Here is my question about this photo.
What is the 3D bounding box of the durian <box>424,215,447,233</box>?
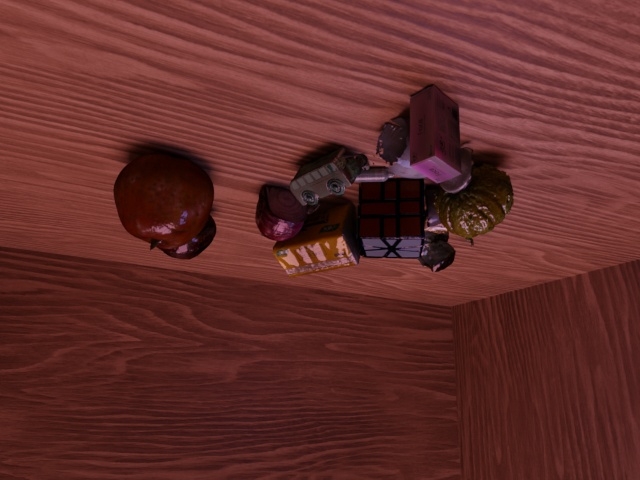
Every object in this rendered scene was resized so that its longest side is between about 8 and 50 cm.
[{"bbox_3d":[0.605,-0.131,1.908,0.249,0.183,0.137,-12,-173,40],"label":"durian"}]

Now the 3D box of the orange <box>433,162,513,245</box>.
[{"bbox_3d":[0.585,-0.159,1.576,0.301,0.300,0.223,-35,129,26],"label":"orange"}]

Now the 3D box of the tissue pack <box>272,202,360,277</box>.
[{"bbox_3d":[0.000,0.000,2.022,0.381,0.293,0.229,-12,121,24],"label":"tissue pack"}]

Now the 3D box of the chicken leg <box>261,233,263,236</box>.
[{"bbox_3d":[-0.266,-0.063,2.307,0.125,0.081,0.196,20,156,-10],"label":"chicken leg"}]

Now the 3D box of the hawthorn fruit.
[{"bbox_3d":[-0.646,-0.143,1.691,0.401,0.404,0.403,3,160,1],"label":"hawthorn fruit"}]

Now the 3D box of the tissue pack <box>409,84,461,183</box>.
[{"bbox_3d":[0.344,-0.319,1.241,0.148,0.247,0.092,21,156,-38],"label":"tissue pack"}]

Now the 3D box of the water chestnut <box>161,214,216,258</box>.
[{"bbox_3d":[-0.701,-0.079,2.089,0.349,0.351,0.303,6,119,-7],"label":"water chestnut"}]

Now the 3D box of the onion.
[{"bbox_3d":[-0.194,-0.113,1.919,0.272,0.256,0.230,32,137,-12],"label":"onion"}]

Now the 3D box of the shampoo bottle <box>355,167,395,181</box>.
[{"bbox_3d":[0.232,-0.267,1.684,0.194,0.056,0.056,1,160,8],"label":"shampoo bottle"}]

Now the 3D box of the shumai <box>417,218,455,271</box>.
[{"bbox_3d":[0.555,0.047,2.133,0.309,0.264,0.304,-5,159,-36],"label":"shumai"}]

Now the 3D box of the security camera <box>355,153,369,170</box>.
[{"bbox_3d":[0.169,-0.298,1.626,0.058,0.058,0.092,-4,167,18],"label":"security camera"}]

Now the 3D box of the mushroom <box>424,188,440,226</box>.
[{"bbox_3d":[0.506,-0.146,1.790,0.117,0.188,0.141,-8,144,24],"label":"mushroom"}]

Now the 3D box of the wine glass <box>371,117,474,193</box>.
[{"bbox_3d":[0.358,-0.289,1.419,0.356,0.191,0.190,11,159,-27],"label":"wine glass"}]

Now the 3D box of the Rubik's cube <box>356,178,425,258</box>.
[{"bbox_3d":[0.314,-0.090,1.833,0.293,0.284,0.288,3,162,10],"label":"Rubik's cube"}]

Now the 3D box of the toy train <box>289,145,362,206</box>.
[{"bbox_3d":[0.005,-0.244,1.625,0.326,0.129,0.159,-17,118,45],"label":"toy train"}]
